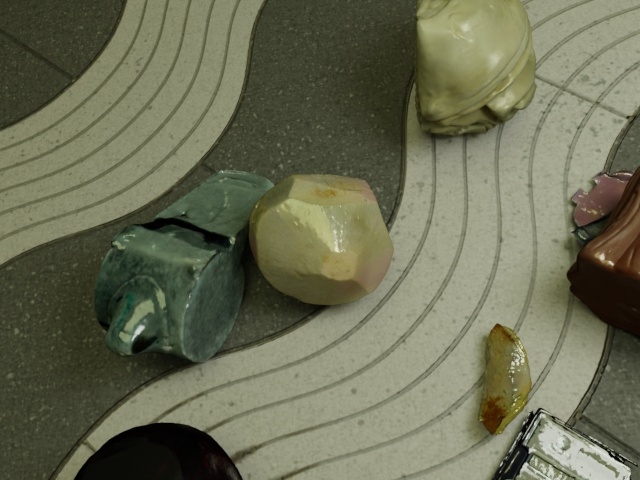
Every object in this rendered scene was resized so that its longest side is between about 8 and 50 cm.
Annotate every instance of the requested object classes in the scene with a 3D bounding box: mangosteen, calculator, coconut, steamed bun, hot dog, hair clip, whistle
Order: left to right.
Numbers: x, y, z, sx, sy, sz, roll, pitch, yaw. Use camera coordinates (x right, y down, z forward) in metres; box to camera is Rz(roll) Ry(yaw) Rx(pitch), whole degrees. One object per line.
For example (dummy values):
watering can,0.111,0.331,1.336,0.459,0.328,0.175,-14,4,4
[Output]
mangosteen,-0.239,0.383,0.913,0.288,0.233,0.287,-6,56,9
whistle,-0.213,0.021,1.119,0.168,0.188,0.404,14,67,19
coconut,0.000,0.000,1.058,0.237,0.237,0.197,25,113,23
steamed bun,0.258,-0.306,1.128,0.204,0.289,0.275,-1,60,8
hot dog,0.274,0.206,0.989,0.078,0.061,0.168,-22,47,51
calculator,0.297,0.379,0.915,0.166,0.028,0.274,29,72,24
hair clip,0.471,-0.039,1.087,0.187,0.056,0.146,-34,60,-16

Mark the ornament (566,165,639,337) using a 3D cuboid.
ornament,0.487,0.008,0.940,0.217,0.235,0.221,-56,27,-12
